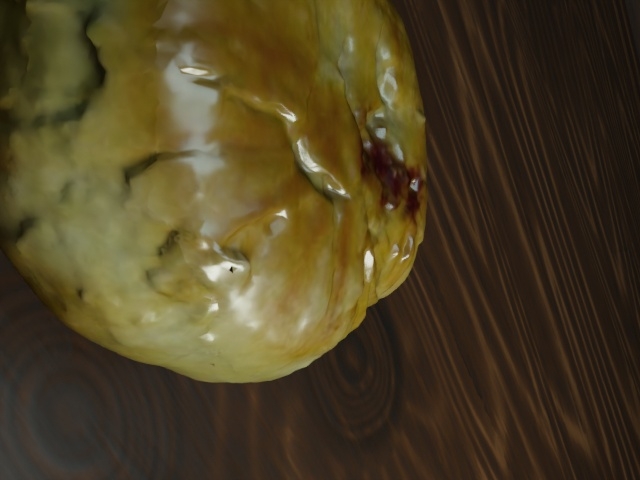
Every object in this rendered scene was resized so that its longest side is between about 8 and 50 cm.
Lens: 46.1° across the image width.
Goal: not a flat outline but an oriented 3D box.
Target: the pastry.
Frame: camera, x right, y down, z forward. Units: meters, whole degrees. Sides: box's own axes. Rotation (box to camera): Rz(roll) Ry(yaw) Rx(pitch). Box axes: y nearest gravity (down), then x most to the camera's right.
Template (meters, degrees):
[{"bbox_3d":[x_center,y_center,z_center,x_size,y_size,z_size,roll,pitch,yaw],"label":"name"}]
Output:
[{"bbox_3d":[-0.081,-0.091,0.586,0.409,0.245,0.409,7,82,-55],"label":"pastry"}]
